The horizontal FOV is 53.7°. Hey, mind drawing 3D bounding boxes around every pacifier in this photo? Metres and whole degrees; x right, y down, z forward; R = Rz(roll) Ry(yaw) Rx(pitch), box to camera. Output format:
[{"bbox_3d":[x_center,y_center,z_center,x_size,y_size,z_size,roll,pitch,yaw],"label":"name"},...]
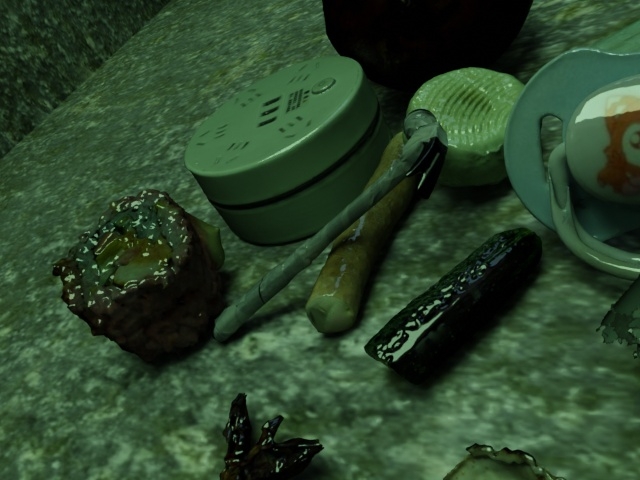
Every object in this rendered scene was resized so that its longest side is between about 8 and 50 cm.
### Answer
[{"bbox_3d":[0.365,-0.100,0.691,0.300,0.244,0.233,-3,12,31],"label":"pacifier"}]

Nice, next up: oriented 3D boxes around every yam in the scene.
[{"bbox_3d":[0.074,-0.024,0.886,0.081,0.081,0.356,-3,43,35],"label":"yam"}]

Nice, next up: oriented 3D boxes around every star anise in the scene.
[{"bbox_3d":[-0.065,0.250,0.659,0.157,0.053,0.212,-9,38,31],"label":"star anise"}]

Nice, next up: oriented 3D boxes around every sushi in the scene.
[{"bbox_3d":[-0.251,0.050,0.958,0.236,0.170,0.270,-38,37,-10],"label":"sushi"}]

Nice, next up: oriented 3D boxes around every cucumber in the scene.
[{"bbox_3d":[0.159,0.067,0.702,0.241,0.074,0.074,-39,35,-12],"label":"cucumber"}]

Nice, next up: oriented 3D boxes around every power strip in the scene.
[{"bbox_3d":[-0.063,-0.157,1.082,0.358,0.161,0.357,-21,35,15],"label":"power strip"}]

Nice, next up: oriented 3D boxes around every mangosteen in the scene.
[{"bbox_3d":[0.164,-0.454,1.116,0.381,0.381,0.421,-35,25,-5],"label":"mangosteen"}]

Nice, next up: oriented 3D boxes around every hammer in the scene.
[{"bbox_3d":[-0.001,-0.001,0.831,0.427,0.044,0.152,-41,22,24],"label":"hammer"}]

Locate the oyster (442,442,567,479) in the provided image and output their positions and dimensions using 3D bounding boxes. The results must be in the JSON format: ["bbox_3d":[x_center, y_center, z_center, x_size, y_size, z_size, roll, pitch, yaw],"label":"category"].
[{"bbox_3d":[0.219,0.255,0.427,0.345,0.079,0.128,18,78,46],"label":"oyster"}]

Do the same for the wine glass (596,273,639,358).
[{"bbox_3d":[0.375,0.000,0.501,0.321,0.143,0.143,-47,33,6],"label":"wine glass"}]

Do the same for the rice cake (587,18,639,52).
[{"bbox_3d":[0.498,-0.294,0.936,0.211,0.038,0.124,-29,34,4],"label":"rice cake"}]

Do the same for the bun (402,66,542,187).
[{"bbox_3d":[0.211,-0.150,0.895,0.196,0.118,0.195,-2,51,3],"label":"bun"}]
